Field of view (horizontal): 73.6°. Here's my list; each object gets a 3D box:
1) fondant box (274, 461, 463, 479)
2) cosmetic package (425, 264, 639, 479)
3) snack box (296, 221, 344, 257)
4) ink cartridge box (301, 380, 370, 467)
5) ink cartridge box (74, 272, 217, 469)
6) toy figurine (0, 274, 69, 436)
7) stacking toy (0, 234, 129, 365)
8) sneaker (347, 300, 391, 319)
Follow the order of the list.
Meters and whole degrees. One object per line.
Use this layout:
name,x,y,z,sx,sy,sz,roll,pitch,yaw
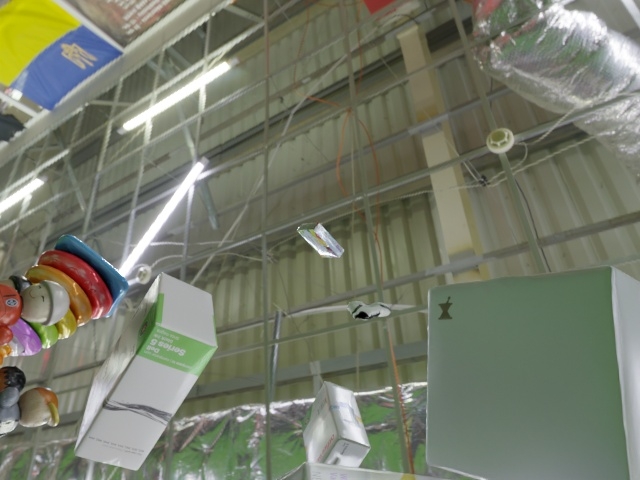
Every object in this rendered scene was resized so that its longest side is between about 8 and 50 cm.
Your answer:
fondant box,0.111,0.371,0.418,0.096,0.331,0.238,-51,-151,38
cosmetic package,0.444,0.260,0.783,0.330,0.394,0.327,-17,-118,51
snack box,0.000,0.000,1.431,0.100,0.141,0.037,-1,-132,55
ink cartridge box,0.031,0.492,1.087,0.154,0.093,0.212,-62,-166,12
ink cartridge box,-0.308,0.226,0.771,0.272,0.115,0.198,-56,-154,8
toy figurine,-0.437,0.147,0.565,0.213,0.148,0.209,-2,-91,37
stacking toy,-0.514,0.143,0.760,0.175,0.166,0.301,-41,-169,41
sneaker,0.116,0.169,0.995,0.043,0.109,0.040,-113,-147,-54
